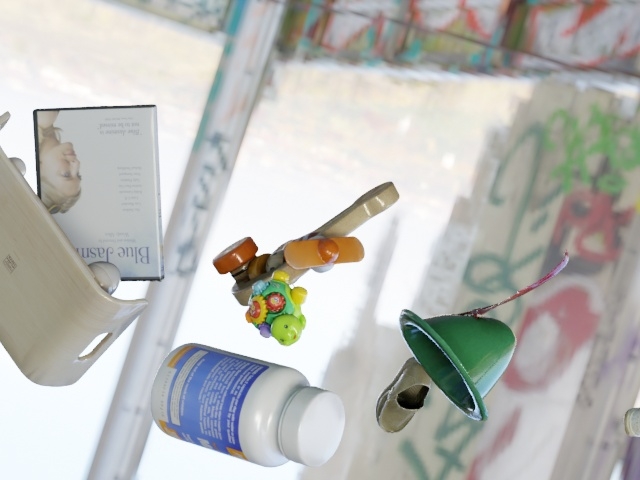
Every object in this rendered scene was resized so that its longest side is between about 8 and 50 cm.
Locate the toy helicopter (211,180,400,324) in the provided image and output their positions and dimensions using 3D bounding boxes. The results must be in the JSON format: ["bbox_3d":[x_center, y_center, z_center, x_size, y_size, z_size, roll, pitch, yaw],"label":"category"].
[{"bbox_3d":[0.000,0.000,2.466,0.140,0.355,0.235,57,159,-8],"label":"toy helicopter"}]

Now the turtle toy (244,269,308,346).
[{"bbox_3d":[-0.062,0.104,2.041,0.066,0.095,0.130,-1,-153,-38],"label":"turtle toy"}]

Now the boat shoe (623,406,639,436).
[{"bbox_3d":[0.560,0.284,2.300,0.170,0.063,0.059,-9,-176,-35],"label":"boat shoe"}]

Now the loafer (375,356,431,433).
[{"bbox_3d":[0.118,0.229,2.073,0.056,0.148,0.050,12,-142,-11],"label":"loafer"}]

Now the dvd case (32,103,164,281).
[{"bbox_3d":[-0.317,-0.065,2.061,0.180,0.253,0.022,-2,-175,7],"label":"dvd case"}]

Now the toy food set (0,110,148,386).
[{"bbox_3d":[-0.365,0.016,1.851,0.092,0.220,0.306,-26,-103,-48],"label":"toy food set"}]

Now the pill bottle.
[{"bbox_3d":[-0.105,0.248,2.127,0.272,0.152,0.152,12,178,36],"label":"pill bottle"}]

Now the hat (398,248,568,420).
[{"bbox_3d":[0.226,0.111,1.834,0.173,0.183,0.208,58,168,-22],"label":"hat"}]
